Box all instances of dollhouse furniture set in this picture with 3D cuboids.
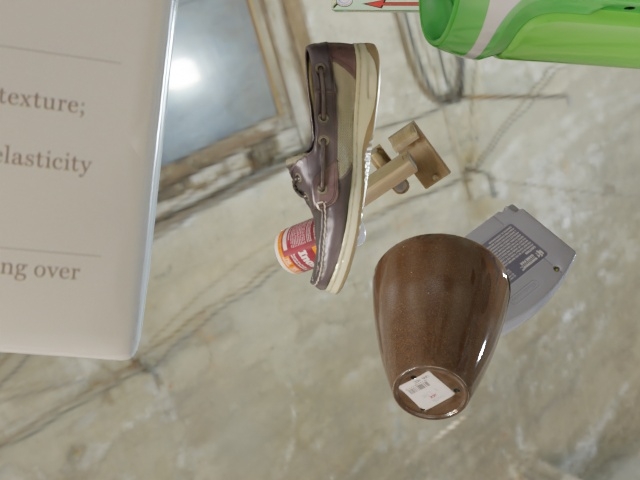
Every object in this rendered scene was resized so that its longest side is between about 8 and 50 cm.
[{"bbox_3d":[0.147,-0.099,1.718,0.144,0.123,0.151,-34,-157,14],"label":"dollhouse furniture set"}]

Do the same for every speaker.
[{"bbox_3d":[0.239,-0.204,0.811,0.296,0.131,0.131,2,-161,-12],"label":"speaker"}]

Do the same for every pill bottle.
[{"bbox_3d":[0.000,0.000,1.702,0.152,0.086,0.086,-21,-165,38],"label":"pill bottle"}]

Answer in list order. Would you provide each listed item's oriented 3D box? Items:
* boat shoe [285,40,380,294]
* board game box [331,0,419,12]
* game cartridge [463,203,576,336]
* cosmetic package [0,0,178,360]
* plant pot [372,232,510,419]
[{"bbox_3d":[0.006,-0.084,1.105,0.092,0.285,0.103,7,-173,-6],"label":"boat shoe"},{"bbox_3d":[0.175,-0.413,1.305,0.317,0.213,0.046,1,-171,7],"label":"board game box"},{"bbox_3d":[0.332,0.068,1.840,0.294,0.060,0.196,-34,-122,-23],"label":"game cartridge"},{"bbox_3d":[-0.276,-0.149,0.661,0.329,0.394,0.327,7,-177,-15],"label":"cosmetic package"},{"bbox_3d":[0.169,0.143,1.438,0.215,0.215,0.230,-9,-145,18],"label":"plant pot"}]
